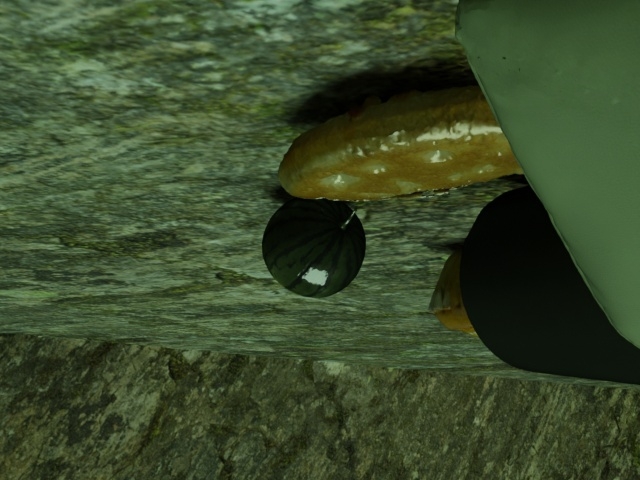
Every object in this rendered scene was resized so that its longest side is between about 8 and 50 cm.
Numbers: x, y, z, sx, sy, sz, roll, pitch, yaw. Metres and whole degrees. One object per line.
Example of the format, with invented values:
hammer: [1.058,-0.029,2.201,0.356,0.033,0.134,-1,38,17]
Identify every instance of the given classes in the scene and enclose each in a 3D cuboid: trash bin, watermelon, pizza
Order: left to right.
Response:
watermelon: [0.000,0.000,0.800,0.105,0.105,0.133,10,151,-26]
pizza: [0.073,-0.075,0.575,0.246,0.058,0.127,-11,159,38]
trash bin: [0.264,0.016,0.603,0.214,0.214,0.334,9,169,-25]

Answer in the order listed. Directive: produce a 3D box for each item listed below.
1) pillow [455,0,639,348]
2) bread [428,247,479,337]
pillow: [0.227,-0.049,0.329,0.322,0.120,0.255,-6,126,50]
bread: [0.269,0.051,0.929,0.152,0.119,0.288,18,160,-36]
